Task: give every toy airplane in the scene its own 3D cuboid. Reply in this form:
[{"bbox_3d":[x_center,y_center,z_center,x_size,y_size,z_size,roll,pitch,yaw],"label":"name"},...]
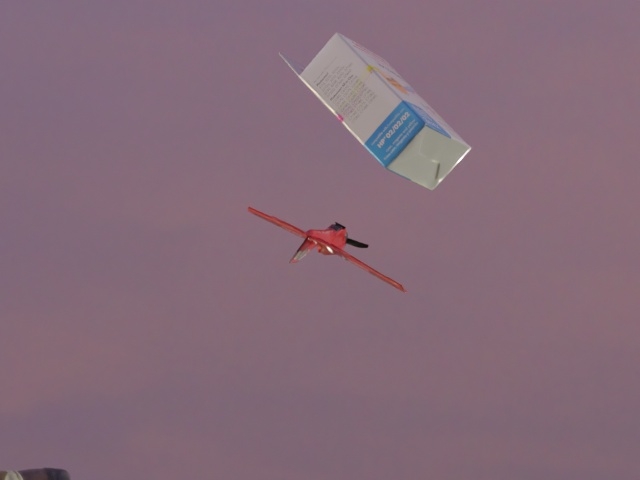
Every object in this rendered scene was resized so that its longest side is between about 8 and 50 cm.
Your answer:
[{"bbox_3d":[0.000,0.000,1.414,0.151,0.028,0.151,24,10,-4],"label":"toy airplane"}]

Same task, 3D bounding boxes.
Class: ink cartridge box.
[{"bbox_3d":[0.052,-0.137,1.734,0.061,0.181,0.104,-49,-29,12],"label":"ink cartridge box"}]

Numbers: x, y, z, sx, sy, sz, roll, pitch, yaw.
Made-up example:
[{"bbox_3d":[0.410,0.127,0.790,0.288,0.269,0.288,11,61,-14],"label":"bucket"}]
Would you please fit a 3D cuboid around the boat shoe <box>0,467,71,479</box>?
[{"bbox_3d":[-0.183,0.265,1.288,0.073,0.224,0.080,-12,-24,-24],"label":"boat shoe"}]
